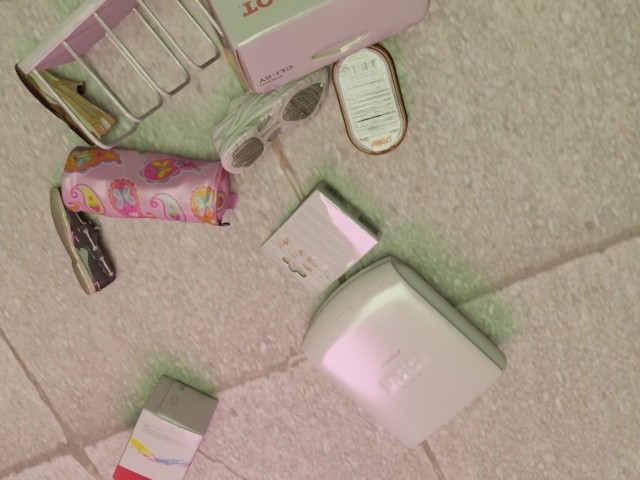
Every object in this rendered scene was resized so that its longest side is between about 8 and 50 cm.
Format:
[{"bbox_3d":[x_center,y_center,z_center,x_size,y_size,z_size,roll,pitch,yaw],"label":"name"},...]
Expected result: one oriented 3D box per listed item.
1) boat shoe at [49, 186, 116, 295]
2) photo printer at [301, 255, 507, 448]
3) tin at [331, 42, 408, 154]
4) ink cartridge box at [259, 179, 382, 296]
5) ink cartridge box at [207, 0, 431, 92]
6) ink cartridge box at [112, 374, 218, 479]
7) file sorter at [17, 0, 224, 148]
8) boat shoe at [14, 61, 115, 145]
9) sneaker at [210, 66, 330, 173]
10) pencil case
[{"bbox_3d":[-0.434,-0.005,1.279,0.065,0.075,0.206,-24,104,-32],"label":"boat shoe"},{"bbox_3d":[0.138,0.195,1.257,0.307,0.107,0.256,43,107,-10],"label":"photo printer"},{"bbox_3d":[0.081,-0.233,1.154,0.106,0.040,0.190,-13,107,14],"label":"tin"},{"bbox_3d":[0.000,0.000,1.249,0.145,0.045,0.179,40,126,-9],"label":"ink cartridge box"},{"bbox_3d":[-0.051,-0.434,0.916,0.279,0.160,0.385,-25,81,0],"label":"ink cartridge box"},{"bbox_3d":[-0.297,0.380,1.351,0.127,0.128,0.176,25,110,-4],"label":"ink cartridge box"},{"bbox_3d":[-0.272,-0.302,1.081,0.277,0.193,0.173,-36,105,16],"label":"file sorter"},{"bbox_3d":[-0.429,-0.245,1.188,0.190,0.068,0.072,43,73,-1],"label":"boat shoe"},{"bbox_3d":[-0.092,-0.221,1.146,0.232,0.115,0.090,-39,147,-3],"label":"sneaker"},{"bbox_3d":[-0.290,-0.092,1.195,0.284,0.124,0.124,5,109,3],"label":"pencil case"}]
